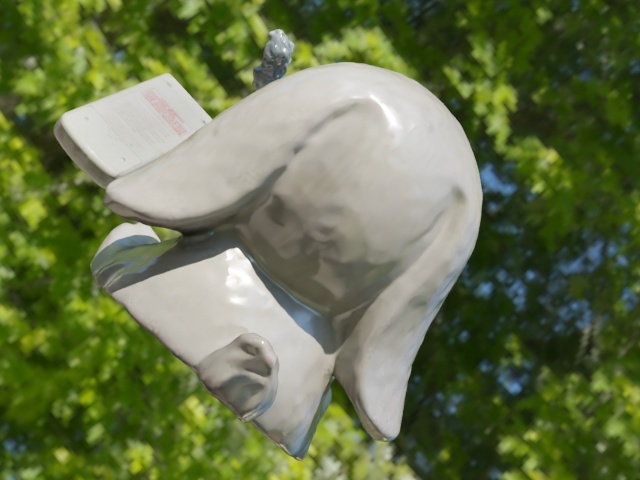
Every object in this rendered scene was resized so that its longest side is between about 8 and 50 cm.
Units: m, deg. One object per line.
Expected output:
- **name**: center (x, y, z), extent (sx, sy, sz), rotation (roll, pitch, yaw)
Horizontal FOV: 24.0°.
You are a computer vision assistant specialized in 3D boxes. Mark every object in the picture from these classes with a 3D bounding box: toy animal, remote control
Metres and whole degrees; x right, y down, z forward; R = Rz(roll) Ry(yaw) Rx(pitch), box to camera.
- **toy animal**: center (0.000, 0.000, 1.079), extent (0.271, 0.265, 0.206), rotation (45, -2, -9)
- **remote control**: center (-0.178, -0.107, 1.461), extent (0.087, 0.190, 0.029), rotation (47, -56, 6)

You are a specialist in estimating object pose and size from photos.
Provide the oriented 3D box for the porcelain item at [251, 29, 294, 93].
- **porcelain item**: center (-0.043, -0.141, 1.279), extent (0.028, 0.036, 0.083), rotation (22, -56, 5)
